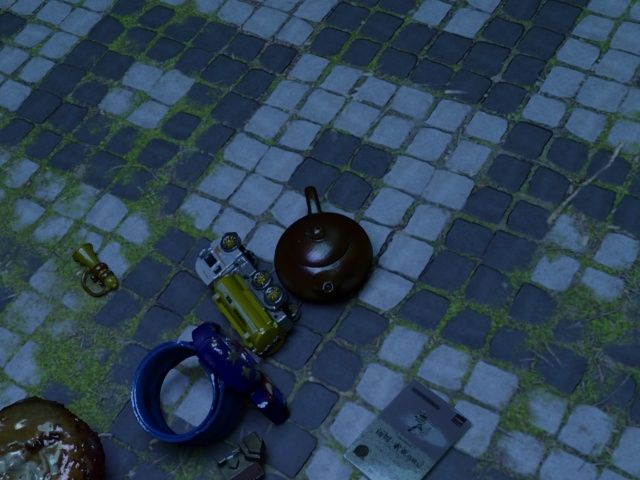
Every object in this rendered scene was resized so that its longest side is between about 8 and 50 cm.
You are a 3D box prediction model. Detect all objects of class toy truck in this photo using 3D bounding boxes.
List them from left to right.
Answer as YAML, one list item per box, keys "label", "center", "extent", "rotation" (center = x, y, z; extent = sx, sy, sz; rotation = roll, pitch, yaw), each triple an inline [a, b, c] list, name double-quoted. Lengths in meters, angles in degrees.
- label: "toy truck"
  center: [-0.132, 0.093, 1.736]
  extent: [0.114, 0.098, 0.227]
  rotation: [-40, 58, -3]

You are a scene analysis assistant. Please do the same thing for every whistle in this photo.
- label: "whistle"
  center: [-0.426, 0.059, 1.852]
  extent: [0.057, 0.046, 0.109]
  rotation: [-28, 60, -27]

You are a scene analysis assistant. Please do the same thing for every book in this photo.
- label: "book"
  center: [0.139, 0.319, 1.580]
  extent: [0.127, 0.014, 0.181]
  rotation: [35, 68, 29]

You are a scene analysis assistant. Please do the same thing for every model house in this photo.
- label: "model house"
  center: [-0.119, 0.357, 1.576]
  extent: [0.083, 0.057, 0.058]
  rotation: [-31, 51, -13]

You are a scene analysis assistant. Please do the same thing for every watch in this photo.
- label: "watch"
  center: [-0.196, 0.250, 1.615]
  extent: [0.200, 0.171, 0.196]
  rotation: [-40, 58, 1]

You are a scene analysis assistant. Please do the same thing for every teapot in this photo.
- label: "teapot"
  center: [0.000, 0.000, 1.757]
  extent: [0.178, 0.135, 0.252]
  rotation: [-10, 55, -1]

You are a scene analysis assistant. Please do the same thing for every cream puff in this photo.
- label: "cream puff"
  center: [-0.460, 0.367, 1.571]
  extent: [0.240, 0.164, 0.240]
  rotation: [-3, 69, 7]
